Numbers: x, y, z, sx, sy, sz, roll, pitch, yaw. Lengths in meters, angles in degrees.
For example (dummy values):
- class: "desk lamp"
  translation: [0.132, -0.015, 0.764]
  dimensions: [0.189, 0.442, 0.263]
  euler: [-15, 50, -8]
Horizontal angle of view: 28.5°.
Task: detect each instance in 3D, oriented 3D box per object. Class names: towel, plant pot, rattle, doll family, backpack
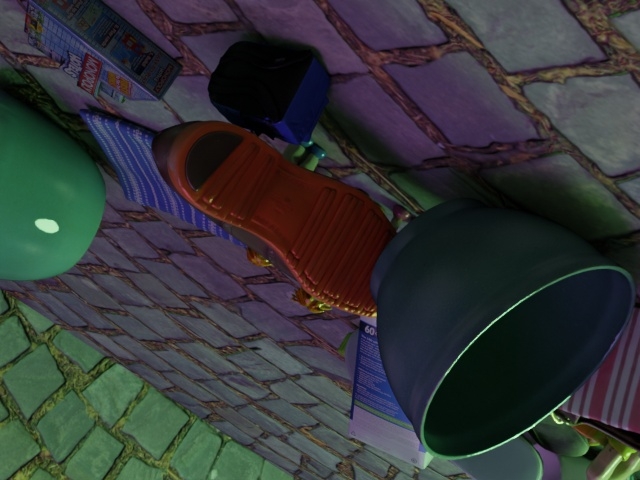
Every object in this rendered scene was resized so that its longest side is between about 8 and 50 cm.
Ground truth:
- class: "towel"
  translation: [0.366, 0.151, 1.483]
  dimensions: [0.197, 0.144, 0.029]
  euler: [13, 173, 40]
- class: "plant pot"
  translation: [0.177, 0.076, 1.423]
  dimensions: [0.196, 0.293, 0.293]
  euler: [50, 172, 33]
- class: "towel"
  translation: [-0.190, -0.072, 1.879]
  dimensions: [0.336, 0.040, 0.243]
  euler: [22, 157, 22]
- class: "rattle"
  translation: [0.406, 0.282, 1.784]
  dimensions: [0.143, 0.130, 0.200]
  euler: [25, -175, 31]
- class: "doll family"
  translation: [0.000, 0.000, 1.599]
  dimensions: [0.263, 0.163, 0.118]
  euler: [35, 159, -12]
- class: "backpack"
  translation: [-0.060, -0.160, 1.407]
  dimensions: [0.120, 0.098, 0.101]
  euler: [19, 160, 27]
- class: "plant pot"
  translation: [-0.479, -0.069, 1.959]
  dimensions: [0.235, 0.293, 0.293]
  euler: [26, 165, -34]

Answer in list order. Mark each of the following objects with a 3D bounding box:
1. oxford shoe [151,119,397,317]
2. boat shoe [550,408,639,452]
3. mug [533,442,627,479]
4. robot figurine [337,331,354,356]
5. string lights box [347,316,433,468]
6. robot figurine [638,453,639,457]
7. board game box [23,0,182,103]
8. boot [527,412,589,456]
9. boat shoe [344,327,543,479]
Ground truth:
- class: "oxford shoe"
  translation: [-0.039, -0.032, 1.463]
  dimensions: [0.364, 0.130, 0.133]
  euler: [38, 171, -30]
- class: "boat shoe"
  translation: [0.352, 0.198, 1.638]
  dimensions: [0.324, 0.096, 0.116]
  euler: [23, 152, 11]
- class: "mug"
  translation: [0.468, 0.488, 1.972]
  dimensions: [0.328, 0.276, 0.374]
  euler: [25, 144, -10]
- class: "robot figurine"
  translation: [0.087, 0.196, 2.074]
  dimensions: [0.115, 0.067, 0.101]
  euler: [34, 166, -8]
- class: "string lights box"
  translation: [0.122, 0.191, 1.823]
  dimensions: [0.133, 0.077, 0.259]
  euler: [22, 126, 24]
- class: "robot figurine"
  translation: [0.558, 0.298, 1.468]
  dimensions: [0.353, 0.200, 0.300]
  euler: [27, 120, 9]
- class: "board game box"
  translation: [-0.278, -0.233, 1.594]
  dimensions: [0.194, 0.060, 0.194]
  euler: [34, 160, -5]
- class: "boot"
  translation: [0.304, 0.241, 1.893]
  dimensions: [0.190, 0.076, 0.208]
  euler: [31, 173, 31]
- class: "boat shoe"
  translation: [0.202, 0.261, 1.988]
  dimensions: [0.367, 0.136, 0.156]
  euler: [35, -175, 15]
